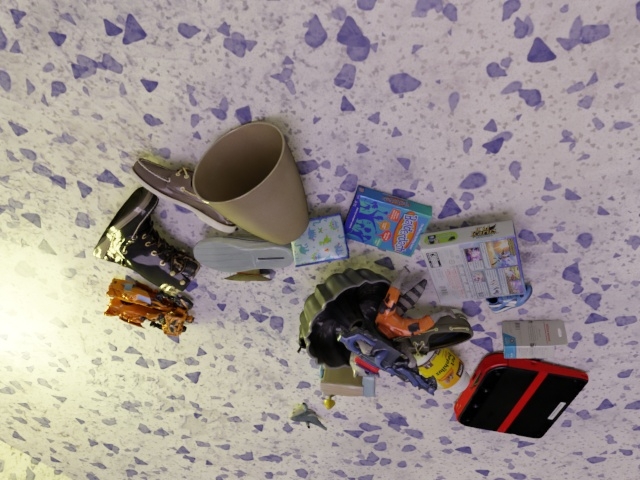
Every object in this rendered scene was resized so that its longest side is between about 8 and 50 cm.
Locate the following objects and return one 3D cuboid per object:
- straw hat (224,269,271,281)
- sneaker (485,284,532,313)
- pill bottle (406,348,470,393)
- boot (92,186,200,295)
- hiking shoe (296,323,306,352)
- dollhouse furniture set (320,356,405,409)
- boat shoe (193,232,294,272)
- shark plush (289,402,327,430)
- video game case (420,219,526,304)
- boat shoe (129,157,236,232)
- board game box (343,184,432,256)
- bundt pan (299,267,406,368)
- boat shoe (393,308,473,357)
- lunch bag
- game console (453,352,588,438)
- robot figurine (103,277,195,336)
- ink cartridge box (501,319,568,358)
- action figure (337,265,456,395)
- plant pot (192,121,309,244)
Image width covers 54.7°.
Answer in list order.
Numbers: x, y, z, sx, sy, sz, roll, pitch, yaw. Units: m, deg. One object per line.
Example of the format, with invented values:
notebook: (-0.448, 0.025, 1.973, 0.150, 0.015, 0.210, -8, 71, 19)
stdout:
straw hat: (-0.217, 0.088, 1.871, 0.144, 0.144, 0.061, 3, 92, 9)
sneaker: (0.545, 0.164, 1.796, 0.144, 0.053, 0.059, -34, 115, 32)
pill bottle: (0.383, 0.401, 1.990, 0.117, 0.117, 0.215, -33, 118, 33)
boot: (-0.478, 0.015, 1.803, 0.284, 0.138, 0.377, 35, 136, -18)
hiking shoe: (0.011, 0.282, 1.962, 0.086, 0.114, 0.227, 35, 128, -19)
dollhouse furniture set: (0.131, 0.500, 2.072, 0.286, 0.198, 0.303, 4, 131, 8)
boat shoe: (-0.214, 0.029, 1.800, 0.302, 0.094, 0.109, 2, 121, 8)
shark plush: (-0.049, 0.687, 2.355, 0.073, 0.067, 0.161, -31, 118, 32)
video game case: (0.424, 0.066, 1.703, 0.244, 0.061, 0.269, -8, 139, 19)
boat shoe: (-0.354, -0.141, 1.676, 0.324, 0.116, 0.097, 30, 111, -8)
board game box: (0.177, -0.050, 1.687, 0.210, 0.047, 0.160, 16, 131, -4)
bundt pan: (0.080, 0.215, 1.818, 0.331, 0.124, 0.331, -16, 129, -21)
boat shoe: (0.308, 0.291, 1.847, 0.305, 0.091, 0.109, -15, 131, -11)
lunch bag: (0.000, -0.001, 1.705, 0.151, 0.096, 0.129, -11, 91, 25)
game console: (0.664, 0.533, 2.099, 0.342, 0.060, 0.386, 10, 132, -5)
robot figurine: (-0.563, 0.230, 2.052, 0.291, 0.085, 0.211, 19, 132, -5)
ink cartridge box: (0.640, 0.297, 1.857, 0.180, 0.104, 0.060, -3, 130, 14)
action figure: (0.222, 0.277, 1.751, 0.341, 0.178, 0.330, 40, 103, -18)
plant pot: (-0.145, -0.116, 1.589, 0.256, 0.256, 0.274, -13, 140, 21)
